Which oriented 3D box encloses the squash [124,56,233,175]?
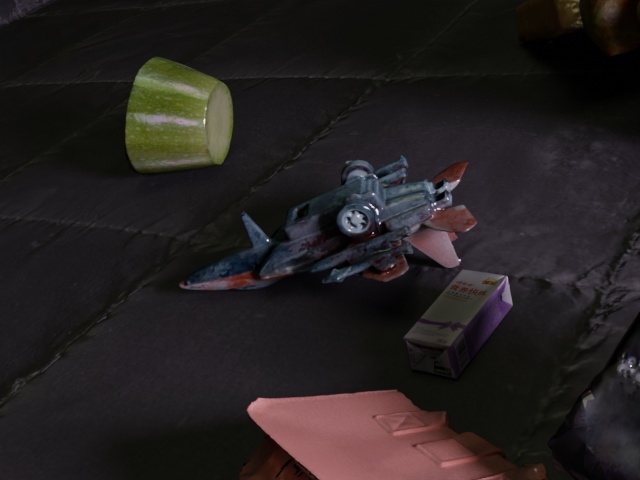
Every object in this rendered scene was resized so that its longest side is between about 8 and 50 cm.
[{"bbox_3d":[-0.197,-0.172,1.337,0.123,0.170,0.170,6,33,14],"label":"squash"}]

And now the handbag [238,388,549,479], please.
[{"bbox_3d":[0.054,0.162,0.630,0.157,0.059,0.212,-1,13,-31],"label":"handbag"}]

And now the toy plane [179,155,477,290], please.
[{"bbox_3d":[-0.002,-0.006,0.977,0.326,0.104,0.223,-11,29,10],"label":"toy plane"}]

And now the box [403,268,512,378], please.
[{"bbox_3d":[0.123,0.071,0.840,0.051,0.036,0.117,7,35,35],"label":"box"}]

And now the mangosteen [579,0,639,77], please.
[{"bbox_3d":[0.438,-0.262,0.969,0.347,0.306,0.307,7,14,-32],"label":"mangosteen"}]

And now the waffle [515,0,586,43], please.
[{"bbox_3d":[0.431,-0.341,1.297,0.304,0.077,0.348,-15,9,5],"label":"waffle"}]

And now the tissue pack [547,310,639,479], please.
[{"bbox_3d":[0.314,0.110,0.498,0.245,0.123,0.332,-53,39,-5],"label":"tissue pack"}]
